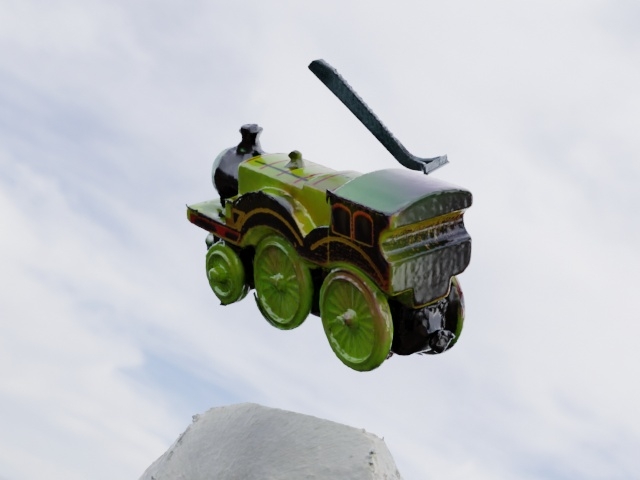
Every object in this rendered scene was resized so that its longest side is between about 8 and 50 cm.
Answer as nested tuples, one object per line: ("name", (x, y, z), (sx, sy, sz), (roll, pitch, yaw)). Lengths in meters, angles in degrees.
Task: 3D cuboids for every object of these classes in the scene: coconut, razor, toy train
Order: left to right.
("coconut", (-0.026, 0.159, 0.604), (0.161, 0.161, 0.162), (21, -33, 20))
("toy train", (0.000, 0.000, 0.998), (0.296, 0.100, 0.160), (21, -62, 48))
("razor", (0.057, -0.135, 1.378), (0.190, 0.066, 0.033), (43, -60, 9))

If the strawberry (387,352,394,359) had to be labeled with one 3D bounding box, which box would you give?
("strawberry", (0.068, 0.138, 1.753), (0.073, 0.073, 0.083), (37, -16, -23))
